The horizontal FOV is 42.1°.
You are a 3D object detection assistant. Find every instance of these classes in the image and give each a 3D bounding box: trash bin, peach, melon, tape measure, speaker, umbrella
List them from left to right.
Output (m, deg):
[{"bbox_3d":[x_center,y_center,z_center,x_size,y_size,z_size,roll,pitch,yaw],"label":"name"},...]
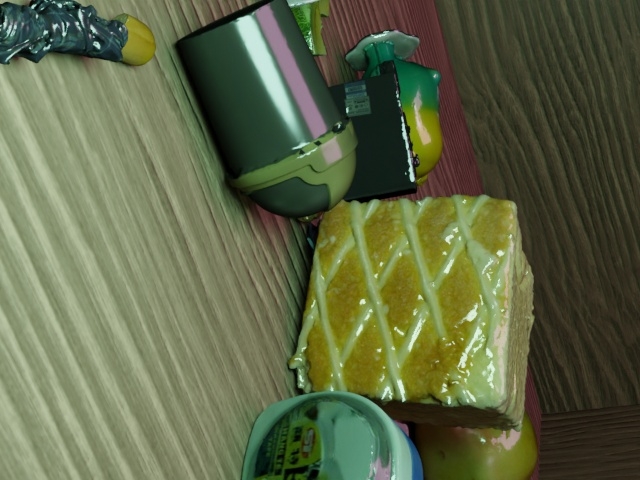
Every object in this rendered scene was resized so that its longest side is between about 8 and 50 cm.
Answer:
[{"bbox_3d":[-0.302,-0.232,0.899,0.224,0.080,0.071,-29,143,-61],"label":"umbrella"},{"bbox_3d":[-0.069,-0.185,1.272,0.333,0.214,0.214,65,25,-21],"label":"trash bin"},{"bbox_3d":[-0.025,-0.460,1.724,0.118,0.064,0.209,49,38,-61],"label":"melon"},{"bbox_3d":[0.009,0.348,1.167,0.138,0.262,0.259,42,40,-43],"label":"tape measure"},{"bbox_3d":[0.095,-0.207,1.678,0.232,0.184,0.253,-3,83,-83],"label":"speaker"},{"bbox_3d":[0.369,0.483,1.968,0.314,0.282,0.315,-71,153,-62],"label":"peach"}]

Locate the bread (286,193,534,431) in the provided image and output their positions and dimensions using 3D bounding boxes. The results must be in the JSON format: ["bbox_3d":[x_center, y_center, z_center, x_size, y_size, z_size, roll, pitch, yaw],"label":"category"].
[{"bbox_3d":[0.174,0.133,1.472,0.279,0.371,0.390,51,43,-53],"label":"bread"}]

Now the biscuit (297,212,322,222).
[{"bbox_3d":[-0.041,-0.138,1.546,0.226,0.042,0.225,-11,90,-71],"label":"biscuit"}]

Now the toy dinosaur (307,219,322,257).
[{"bbox_3d":[0.000,0.000,1.585,0.197,0.045,0.080,-40,113,-76],"label":"toy dinosaur"}]

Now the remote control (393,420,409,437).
[{"bbox_3d":[0.149,0.513,1.699,0.103,0.056,0.277,36,49,-61],"label":"remote control"}]

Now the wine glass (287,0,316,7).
[{"bbox_3d":[-0.070,-0.526,1.511,0.165,0.165,0.196,-58,138,-60],"label":"wine glass"}]

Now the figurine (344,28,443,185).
[{"bbox_3d":[0.184,-0.300,1.949,0.324,0.232,0.340,24,53,-71],"label":"figurine"}]

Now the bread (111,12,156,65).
[{"bbox_3d":[-0.251,-0.263,1.061,0.103,0.049,0.062,12,69,-69],"label":"bread"}]
